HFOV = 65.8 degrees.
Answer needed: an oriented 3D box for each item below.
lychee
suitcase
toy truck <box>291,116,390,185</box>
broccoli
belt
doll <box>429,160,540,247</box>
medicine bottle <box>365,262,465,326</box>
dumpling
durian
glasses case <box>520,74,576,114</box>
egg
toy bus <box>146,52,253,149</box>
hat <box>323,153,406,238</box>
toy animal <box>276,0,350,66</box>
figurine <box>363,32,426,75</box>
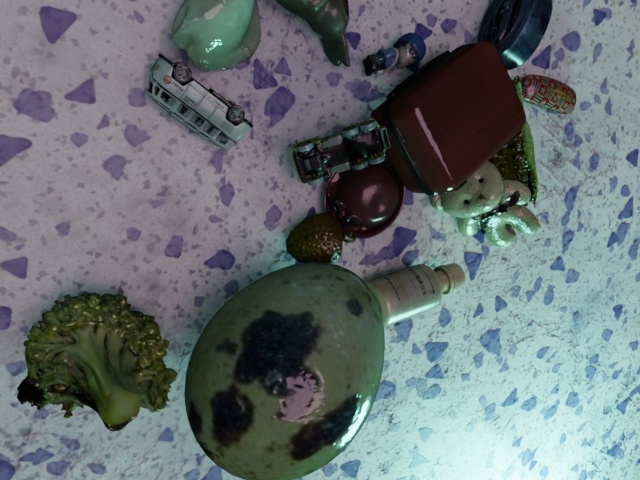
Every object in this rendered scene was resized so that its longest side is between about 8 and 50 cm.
[{"bbox_3d":[0.000,0.000,1.035,0.146,0.114,0.114,-9,109,6],"label":"lychee"},{"bbox_3d":[0.270,-0.256,1.044,0.297,0.161,0.236,-40,110,-20],"label":"suitcase"},{"bbox_3d":[0.038,-0.187,0.994,0.191,0.116,0.085,-18,114,4],"label":"toy truck"},{"bbox_3d":[-0.369,0.232,0.836,0.247,0.243,0.263,-30,121,-24],"label":"broccoli"},{"bbox_3d":[0.431,-0.487,1.108,0.082,0.141,0.190,18,94,-31],"label":"belt"},{"bbox_3d":[0.411,-0.076,1.187,0.278,0.149,0.175,34,98,-23],"label":"doll"},{"bbox_3d":[0.229,0.117,1.179,0.252,0.114,0.114,-15,109,-22],"label":"medicine bottle"},{"bbox_3d":[-0.172,-0.395,0.866,0.105,0.149,0.217,25,83,9],"label":"dumpling"},{"bbox_3d":[0.466,-0.217,1.209,0.132,0.106,0.375,-49,130,-46],"label":"durian"},{"bbox_3d":[0.588,-0.376,1.267,0.194,0.049,0.073,6,100,-28],"label":"glasses case"},{"bbox_3d":[-0.054,0.236,0.938,0.428,0.345,0.345,-46,118,-18],"label":"egg"},{"bbox_3d":[-0.219,-0.242,0.880,0.194,0.087,0.089,34,96,-30],"label":"toy bus"},{"bbox_3d":[0.107,-0.097,1.077,0.205,0.089,0.205,-7,107,-24],"label":"hat"},{"bbox_3d":[-0.004,-0.444,0.930,0.125,0.127,0.251,-38,139,9],"label":"toy animal"},{"bbox_3d":[0.155,-0.392,1.043,0.136,0.077,0.079,-9,93,-15],"label":"figurine"}]
